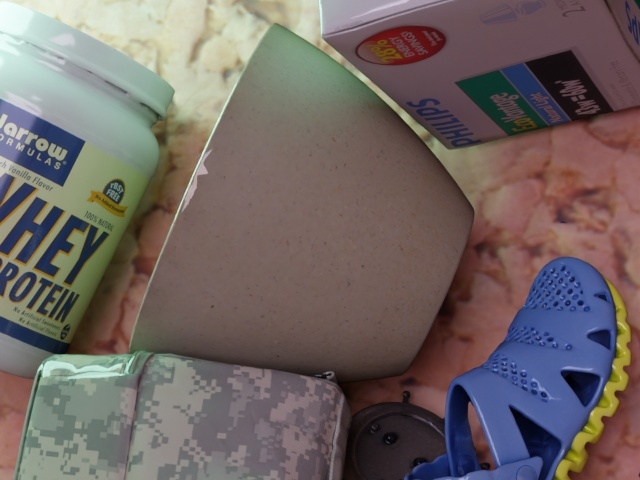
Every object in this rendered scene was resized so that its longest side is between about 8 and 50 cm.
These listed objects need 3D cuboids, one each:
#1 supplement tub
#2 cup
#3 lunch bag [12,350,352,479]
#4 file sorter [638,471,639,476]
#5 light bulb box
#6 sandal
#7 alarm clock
[{"bbox_3d":[-0.305,-0.049,1.523,0.235,0.235,0.325,24,86,23],"label":"supplement tub"},{"bbox_3d":[0.000,0.000,1.388,0.237,0.331,0.331,23,84,-1],"label":"cup"},{"bbox_3d":[-0.106,0.253,1.261,0.256,0.212,0.305,-4,58,16],"label":"lunch bag"},{"bbox_3d":[0.373,0.171,1.222,0.182,0.202,0.290,29,87,12],"label":"file sorter"},{"bbox_3d":[0.142,-0.313,1.347,0.225,0.358,0.361,-12,74,19],"label":"light bulb box"},{"bbox_3d":[0.169,0.149,1.324,0.126,0.138,0.317,-17,47,57],"label":"sandal"},{"bbox_3d":[0.058,0.220,1.373,0.129,0.064,0.192,40,58,16],"label":"alarm clock"}]
